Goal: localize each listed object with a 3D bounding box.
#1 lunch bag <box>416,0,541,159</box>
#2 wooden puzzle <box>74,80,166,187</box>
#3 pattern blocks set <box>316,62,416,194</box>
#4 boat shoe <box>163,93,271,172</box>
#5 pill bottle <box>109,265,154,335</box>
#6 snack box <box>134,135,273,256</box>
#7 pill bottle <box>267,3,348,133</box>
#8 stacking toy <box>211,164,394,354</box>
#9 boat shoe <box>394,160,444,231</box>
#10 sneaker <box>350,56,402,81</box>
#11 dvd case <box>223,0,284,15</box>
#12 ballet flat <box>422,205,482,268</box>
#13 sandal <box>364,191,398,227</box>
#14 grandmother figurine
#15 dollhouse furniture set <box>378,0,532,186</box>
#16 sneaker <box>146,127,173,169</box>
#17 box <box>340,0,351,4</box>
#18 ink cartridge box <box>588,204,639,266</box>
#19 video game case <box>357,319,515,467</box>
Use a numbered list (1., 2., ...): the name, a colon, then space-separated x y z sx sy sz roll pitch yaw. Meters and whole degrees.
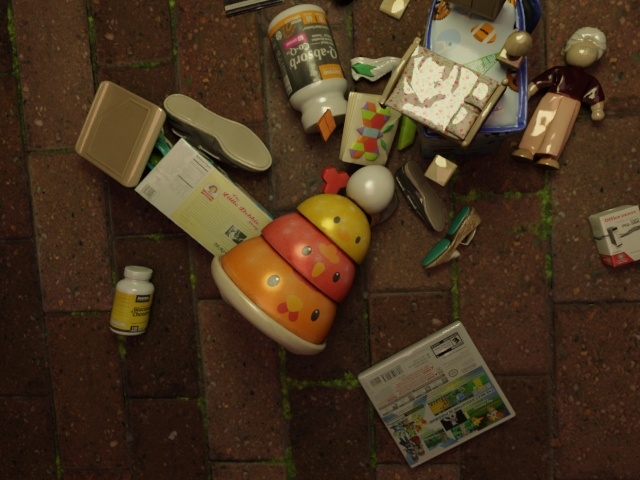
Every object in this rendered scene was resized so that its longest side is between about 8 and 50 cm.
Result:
1. lunch bag: 0.337 -0.404 0.936 0.238 0.328 0.386 -2 92 11
2. wooden puzzle: -0.529 -0.283 1.087 0.238 0.044 0.221 30 99 20
3. pattern blocks set: 0.124 -0.276 1.042 0.285 0.026 0.325 -11 119 -22
4. boat shoe: -0.284 -0.282 1.143 0.335 0.095 0.112 33 61 -1
5. pill bottle: -0.540 0.171 1.184 0.103 0.103 0.184 13 96 5
6. snack box: -0.305 -0.099 1.111 0.187 0.060 0.322 -44 109 7
7. pill bottle: -0.022 -0.433 1.057 0.162 0.162 0.278 -19 92 7
8. stacking toy: 0.000 0.000 1.009 0.350 0.350 0.480 39 91 2
9. boat shoe: 0.268 -0.113 1.111 0.065 0.075 0.206 -22 99 50
10. sneaker: 0.156 -0.457 1.096 0.152 0.054 0.061 2 103 12
11. dvd case: -0.200 -0.747 1.127 0.164 0.018 0.221 -11 92 6
12. ballet flat: 0.358 0.006 1.096 0.067 0.073 0.206 34 101 -12
13. sandal: 0.114 -0.065 1.111 0.219 0.060 0.090 -26 103 7
14. grandmother figurine: 0.614 -0.355 1.028 0.207 0.104 0.342 18 98 -4
15. dollhouse furniture set: 0.184 -0.328 0.727 0.303 0.174 0.356 32 101 12
16. sneaker: -0.487 -0.284 1.144 0.107 0.110 0.275 -40 88 7
17. box: 0.094 -0.812 1.009 0.322 0.079 0.257 -37 91 29
18. ink cartridge box: 0.769 -0.013 1.054 0.099 0.056 0.135 -19 92 8
19. video game case: 0.319 0.429 1.145 0.329 0.036 0.300 -31 90 6
